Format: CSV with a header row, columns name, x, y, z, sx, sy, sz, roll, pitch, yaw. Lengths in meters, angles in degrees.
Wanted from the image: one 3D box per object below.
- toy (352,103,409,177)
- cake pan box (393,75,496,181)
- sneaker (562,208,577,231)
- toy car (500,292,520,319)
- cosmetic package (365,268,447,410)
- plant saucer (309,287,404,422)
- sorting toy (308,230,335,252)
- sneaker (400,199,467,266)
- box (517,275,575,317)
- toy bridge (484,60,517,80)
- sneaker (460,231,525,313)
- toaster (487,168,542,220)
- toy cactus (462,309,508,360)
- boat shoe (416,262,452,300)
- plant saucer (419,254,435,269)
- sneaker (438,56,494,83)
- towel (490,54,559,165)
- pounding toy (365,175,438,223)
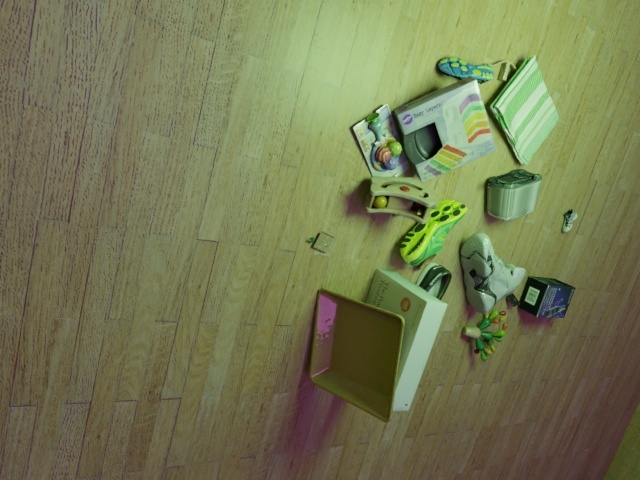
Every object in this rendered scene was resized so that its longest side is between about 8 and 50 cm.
name,x,y,z,sx,sy,sz,roll,pitch,yaw
toy,0.204,-0.281,1.465,0.137,0.056,0.237,-36,122,-11
cake pan box,0.383,-0.340,1.476,0.266,0.070,0.246,-22,116,9
sneaker,1.059,-0.091,2.037,0.069,0.038,0.098,36,79,-33
toy car,0.800,0.281,2.041,0.122,0.060,0.040,-52,170,16
cosmetic package,0.238,0.319,1.574,0.097,0.284,0.377,10,103,-32
plant saucer,0.122,0.343,1.493,0.081,0.332,0.333,-6,106,-48
sorting toy,0.000,0.000,1.481,0.083,0.012,0.062,25,100,-37
sneaker,0.390,-0.029,1.654,0.295,0.109,0.123,-42,144,-10
box,0.993,0.249,2.083,0.207,0.108,0.153,6,105,-31
toy bridge,0.622,-0.575,1.609,0.188,0.026,0.063,4,105,-31
sneaker,0.664,0.096,1.827,0.210,0.137,0.366,-27,125,-19
toaster,0.705,-0.167,1.751,0.226,0.129,0.147,-18,118,-24
toy cactus,0.674,0.383,1.974,0.180,0.112,0.219,13,105,-13
boat shoe,0.377,0.228,1.734,0.114,0.091,0.303,17,99,-33
plant saucer,0.381,0.071,1.704,0.083,0.015,0.083,-37,159,-17
sneaker,0.455,-0.528,1.505,0.188,0.078,0.067,5,77,-17
towel,0.739,-0.455,1.689,0.325,0.038,0.248,40,84,-38
pounding toy,0.263,-0.099,1.492,0.269,0.154,0.155,0,128,-16
